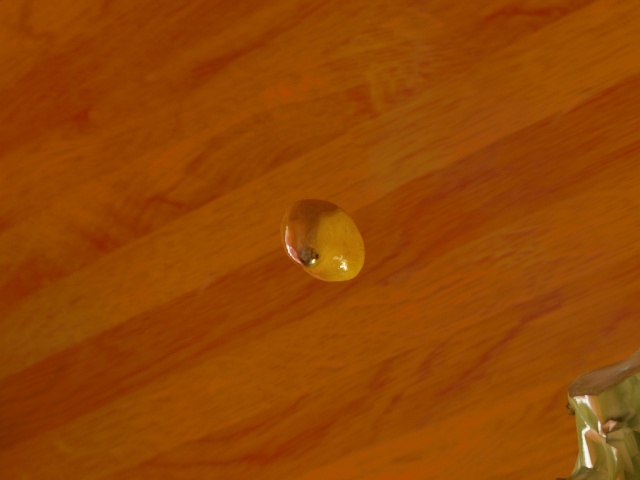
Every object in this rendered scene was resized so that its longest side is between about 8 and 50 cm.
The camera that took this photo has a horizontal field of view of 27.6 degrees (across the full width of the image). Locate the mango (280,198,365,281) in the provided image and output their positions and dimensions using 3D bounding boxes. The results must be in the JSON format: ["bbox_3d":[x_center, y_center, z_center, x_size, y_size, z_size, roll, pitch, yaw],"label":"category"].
[{"bbox_3d":[0.000,0.000,1.468,0.075,0.190,0.098,-29,76,17],"label":"mango"}]

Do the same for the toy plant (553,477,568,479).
[{"bbox_3d":[0.211,0.293,1.206,0.105,0.200,0.143,28,69,23],"label":"toy plant"}]

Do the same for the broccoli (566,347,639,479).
[{"bbox_3d":[0.226,0.206,0.831,0.307,0.308,0.275,-21,92,26],"label":"broccoli"}]
